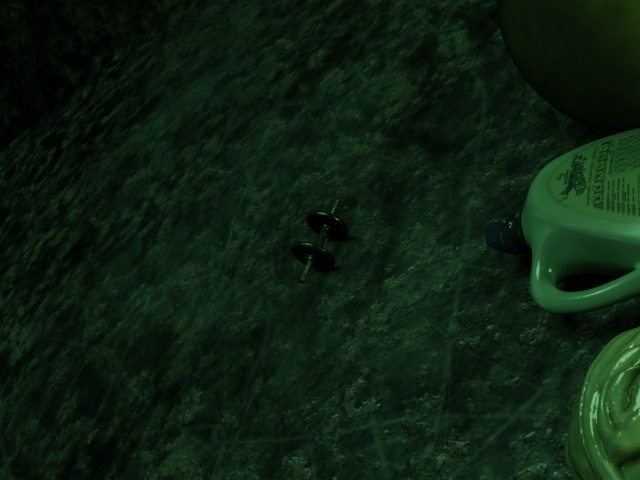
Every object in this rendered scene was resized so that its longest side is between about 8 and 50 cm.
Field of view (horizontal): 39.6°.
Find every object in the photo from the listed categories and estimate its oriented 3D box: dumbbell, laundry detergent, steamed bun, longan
[{"bbox_3d":[0.000,0.000,1.318,0.069,0.069,0.147,-5,52,44],"label":"dumbbell"},{"bbox_3d":[0.310,-0.017,0.975,0.280,0.105,0.215,-16,46,34],"label":"laundry detergent"},{"bbox_3d":[0.311,0.153,0.763,0.211,0.144,0.218,-44,35,2],"label":"steamed bun"},{"bbox_3d":[0.365,-0.297,1.030,0.361,0.361,0.361,-28,38,24],"label":"longan"}]
